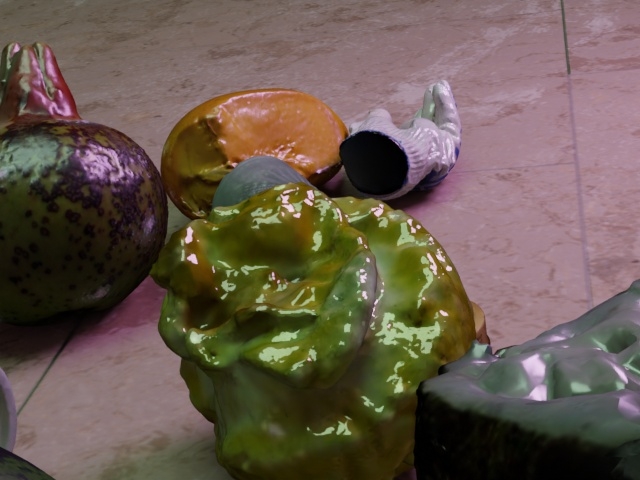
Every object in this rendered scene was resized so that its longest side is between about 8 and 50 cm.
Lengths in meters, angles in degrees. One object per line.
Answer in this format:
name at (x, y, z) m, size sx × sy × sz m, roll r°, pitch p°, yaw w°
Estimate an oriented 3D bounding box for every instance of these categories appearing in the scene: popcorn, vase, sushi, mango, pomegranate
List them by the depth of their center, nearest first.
sushi at (0.205, 0.122, 0.652) m, size 0.348 × 0.207 × 0.234 m, roll -9°, pitch 9°, yaw -17°
popcorn at (-0.001, 0.063, 0.897) m, size 0.204 × 0.184 × 0.221 m, roll -34°, pitch 42°, yaw -18°
vase at (0.000, 0.000, 1.174) m, size 0.096 × 0.096 × 0.219 m, roll -20°, pitch 27°, yaw -27°
pomegranate at (-0.238, -0.052, 1.185) m, size 0.214 × 0.248 × 0.214 m, roll -7°, pitch -10°, yaw -1°
mango at (-0.059, -0.090, 1.370) m, size 0.154 × 0.126 × 0.252 m, roll -19°, pitch 5°, yaw 31°

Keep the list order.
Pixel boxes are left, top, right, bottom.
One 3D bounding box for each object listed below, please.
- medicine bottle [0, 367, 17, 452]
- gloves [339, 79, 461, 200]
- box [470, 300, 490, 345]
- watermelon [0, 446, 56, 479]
medicine bottle at (-0.335, 0.110, 0.942) m, size 0.252 × 0.144 × 0.144 m, roll 5°, pitch 25°, yaw 35°
gloves at (0.083, -0.100, 1.384) m, size 0.119 × 0.097 × 0.229 m, roll 13°, pitch 29°, yaw 17°
box at (0.073, 0.076, 1.024) m, size 0.105 × 0.037 × 0.105 m, roll -7°, pitch 21°, yaw 3°
watermelon at (-0.187, 0.194, 0.548) m, size 0.269 × 0.269 × 0.269 m, roll -7°, pitch 22°, yaw 3°
